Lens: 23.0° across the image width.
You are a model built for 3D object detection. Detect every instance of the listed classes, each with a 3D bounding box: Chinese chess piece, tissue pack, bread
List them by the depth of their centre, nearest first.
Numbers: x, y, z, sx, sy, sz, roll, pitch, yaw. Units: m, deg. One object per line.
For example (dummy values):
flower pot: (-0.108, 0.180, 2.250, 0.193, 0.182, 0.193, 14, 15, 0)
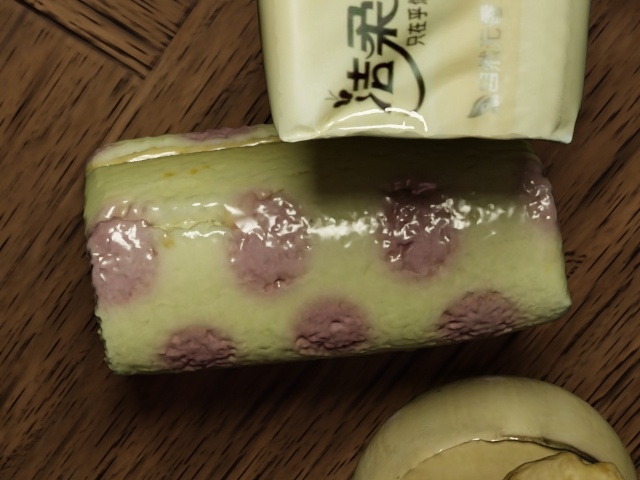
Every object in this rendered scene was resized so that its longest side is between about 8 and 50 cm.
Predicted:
tissue pack: (0.058, -0.298, 0.924, 0.205, 0.332, 0.405, -2, 116, 1)
bread: (0.000, 0.000, 1.145, 0.338, 0.187, 0.155, -8, 114, -2)
Chinese chess piece: (0.146, 0.233, 1.315, 0.249, 0.103, 0.250, -1, 116, -3)

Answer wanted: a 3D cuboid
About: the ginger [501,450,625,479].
ginger: (0.144, 0.213, 1.207, 0.193, 0.115, 0.123, 11, 95, 2)
